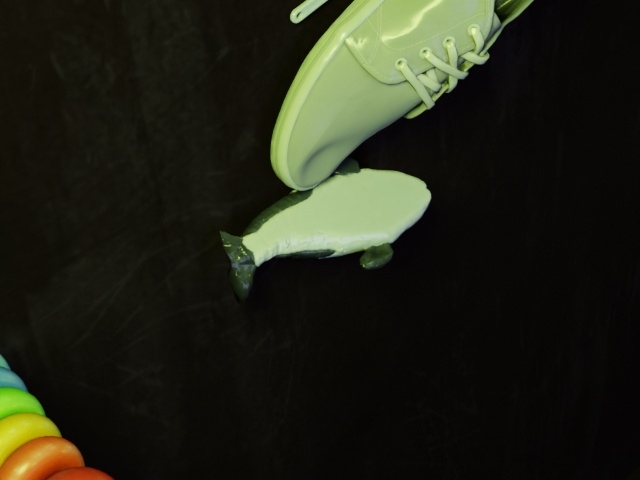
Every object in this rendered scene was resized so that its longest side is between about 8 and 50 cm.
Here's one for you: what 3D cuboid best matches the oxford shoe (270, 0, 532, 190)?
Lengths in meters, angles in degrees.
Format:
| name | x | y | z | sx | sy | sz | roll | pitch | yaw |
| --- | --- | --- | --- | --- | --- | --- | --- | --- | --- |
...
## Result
| name | x | y | z | sx | sy | sz | roll | pitch | yaw |
| --- | --- | --- | --- | --- | --- | --- | --- | --- | --- |
| oxford shoe | 0.116 | -0.223 | 1.561 | 0.449 | 0.130 | 0.169 | -47 | 154 | 3 |

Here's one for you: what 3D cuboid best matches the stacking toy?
| name | x | y | z | sx | sy | sz | roll | pitch | yaw |
| --- | --- | --- | --- | --- | --- | --- | --- | --- | --- |
| stacking toy | -0.288 | 0.188 | 1.246 | 0.141 | 0.330 | 0.141 | -31 | 138 | -33 |

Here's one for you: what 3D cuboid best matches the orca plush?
| name | x | y | z | sx | sy | sz | roll | pitch | yaw |
| --- | --- | --- | --- | --- | --- | --- | --- | --- | --- |
| orca plush | 0.000 | 0.000 | 1.664 | 0.287 | 0.151 | 0.102 | -36 | 172 | -32 |

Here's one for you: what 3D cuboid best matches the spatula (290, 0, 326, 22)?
| name | x | y | z | sx | sy | sz | roll | pitch | yaw |
| --- | --- | --- | --- | --- | --- | --- | --- | --- | --- |
| spatula | 0.044 | -0.348 | 1.514 | 0.242 | 0.019 | 0.168 | -41 | 143 | -23 |
